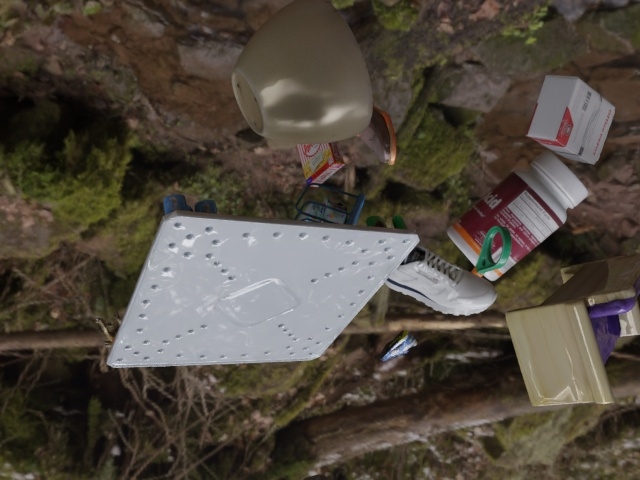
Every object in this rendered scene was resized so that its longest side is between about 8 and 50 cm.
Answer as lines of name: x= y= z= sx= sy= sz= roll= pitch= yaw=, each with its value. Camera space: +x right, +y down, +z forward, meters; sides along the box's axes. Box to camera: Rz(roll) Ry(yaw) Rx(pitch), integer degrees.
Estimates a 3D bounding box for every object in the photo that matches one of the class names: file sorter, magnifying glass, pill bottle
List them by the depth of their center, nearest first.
file sorter: x=0.000 y=0.000 z=1.137 sx=0.105 sy=0.118 sz=0.170 roll=19 pitch=125 yaw=7
magnifying glass: x=0.375 y=0.053 z=1.462 sx=0.026 sy=0.092 sz=0.231 roll=4 pitch=143 yaw=-11
pill bottle: x=0.608 y=-0.079 z=1.977 sx=0.392 sy=0.224 sz=0.224 roll=-43 pitch=134 yaw=12

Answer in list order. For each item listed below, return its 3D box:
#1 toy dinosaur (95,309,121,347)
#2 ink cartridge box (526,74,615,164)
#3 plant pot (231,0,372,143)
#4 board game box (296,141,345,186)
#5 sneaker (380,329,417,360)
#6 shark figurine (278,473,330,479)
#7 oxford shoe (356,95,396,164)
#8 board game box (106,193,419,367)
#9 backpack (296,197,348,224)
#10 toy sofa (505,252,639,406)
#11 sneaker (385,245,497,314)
toy dinosaur: x=-0.415 y=0.193 z=1.301 sx=0.183 sy=0.053 sz=0.092 roll=-6 pitch=110 yaw=64
ink cartridge box: x=0.386 y=-0.184 z=0.982 sx=0.135 sy=0.099 sz=0.056 roll=15 pitch=-175 yaw=-43
plant pot: x=-0.058 y=-0.299 z=1.227 sx=0.191 sy=0.284 sz=0.284 roll=-27 pitch=162 yaw=-17
board game box: x=-0.006 y=-0.287 z=2.000 sx=0.045 sy=0.193 sz=0.147 roll=3 pitch=152 yaw=-39
sneaker: x=0.242 y=0.340 z=1.996 sx=0.059 sy=0.053 sz=0.144 roll=34 pitch=126 yaw=-15
shark figurine: x=-0.041 y=0.767 z=1.832 sx=0.166 sy=0.278 sz=0.116 roll=32 pitch=126 yaw=-15
oxford shoe: x=0.119 y=-0.341 z=1.896 sx=0.133 sy=0.363 sz=0.130 roll=-11 pitch=135 yaw=-16
board game box: x=-0.102 y=0.081 z=1.001 sx=0.390 sy=0.050 sz=0.390 roll=4 pitch=141 yaw=-29
backpack: x=-0.007 y=-0.017 z=1.908 sx=0.144 sy=0.188 sz=0.166 roll=18 pitch=151 yaw=-18
toy sofa: x=0.450 y=0.129 z=1.024 sx=0.177 sy=0.150 sz=0.362 roll=-15 pitch=-179 yaw=35
sneaker: x=0.219 y=0.067 z=1.213 sx=0.235 sy=0.090 sz=0.094 roll=15 pitch=136 yaw=28
